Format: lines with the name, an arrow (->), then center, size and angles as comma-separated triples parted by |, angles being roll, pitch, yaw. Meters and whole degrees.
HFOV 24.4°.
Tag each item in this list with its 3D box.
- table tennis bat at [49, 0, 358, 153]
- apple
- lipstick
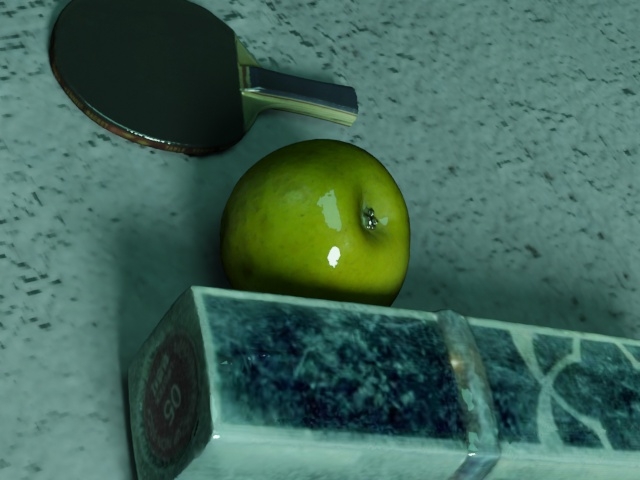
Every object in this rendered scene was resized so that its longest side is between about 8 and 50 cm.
table tennis bat -> -0.054, -0.079, 0.717 | 0.158, 0.014, 0.095 | 9, 52, -25
apple -> 0.000, 0.000, 0.654 | 0.090, 0.074, 0.089 | 19, 62, -41
lipstick -> 0.064, 0.078, 0.636 | 0.290, 0.076, 0.077 | 9, 52, -31
